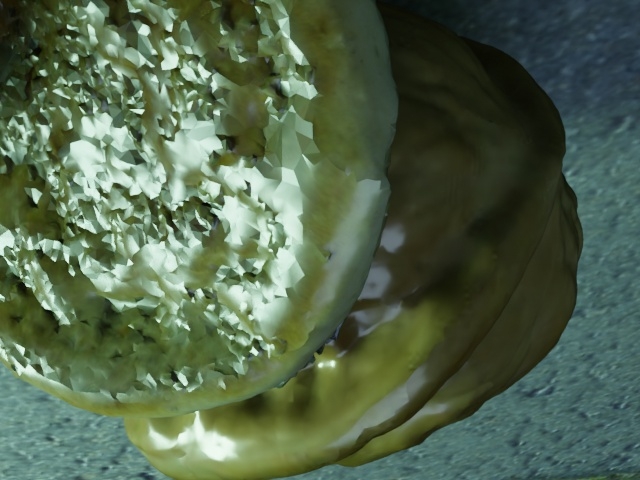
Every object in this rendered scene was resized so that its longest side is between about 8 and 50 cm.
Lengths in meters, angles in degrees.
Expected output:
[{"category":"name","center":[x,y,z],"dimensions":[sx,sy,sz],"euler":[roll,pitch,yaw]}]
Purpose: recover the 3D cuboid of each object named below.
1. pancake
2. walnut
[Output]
[{"category":"pancake","center":[-0.090,-0.062,0.483],"dimensions":[0.282,0.282,0.049],"euler":[-32,-176,32]},{"category":"walnut","center":[0.000,0.000,0.603],"dimensions":[0.257,0.257,0.224],"euler":[-27,127,25]}]
